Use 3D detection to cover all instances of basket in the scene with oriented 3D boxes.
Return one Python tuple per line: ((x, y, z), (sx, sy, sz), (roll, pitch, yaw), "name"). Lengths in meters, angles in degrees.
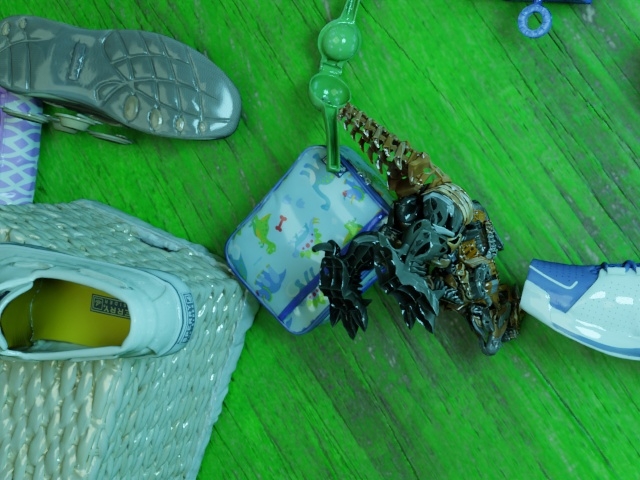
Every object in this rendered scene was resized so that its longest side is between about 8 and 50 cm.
((-0.310, 0.141, 1.220), (0.328, 0.266, 0.331), (24, 99, 23), "basket")

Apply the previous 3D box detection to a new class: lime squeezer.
((0.021, -0.227, 1.144), (0.058, 0.110, 0.311), (11, 81, -1), "lime squeezer")

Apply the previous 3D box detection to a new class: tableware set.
((-0.349, -0.163, 1.293), (0.168, 0.141, 0.020), (12, 89, 22), "tableware set")

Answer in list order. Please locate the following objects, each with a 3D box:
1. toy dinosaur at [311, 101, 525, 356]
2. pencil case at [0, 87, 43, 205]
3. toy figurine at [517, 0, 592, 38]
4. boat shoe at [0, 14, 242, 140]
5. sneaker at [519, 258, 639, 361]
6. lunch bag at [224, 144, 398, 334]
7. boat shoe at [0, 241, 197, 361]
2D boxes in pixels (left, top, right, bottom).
((0.108, 0.001, 1.047), (0.322, 0.218, 0.164), (46, 147, 4), "toy dinosaur")
((-0.464, -0.127, 1.375), (0.086, 0.088, 0.206), (8, 94, 22), "pencil case")
((0.209, -0.332, 1.015), (0.362, 0.191, 0.217), (9, 107, 27), "toy figurine")
((-0.270, -0.220, 1.266), (0.355, 0.130, 0.132), (18, 90, 5), "boat shoe")
((0.387, 0.048, 0.986), (0.315, 0.127, 0.182), (19, 96, 16), "sneaker")
((0.000, 0.000, 1.170), (0.219, 0.090, 0.176), (-45, 77, 20), "lunch bag")
((-0.327, 0.076, 0.994), (0.367, 0.156, 0.136), (7, 93, 24), "boat shoe")
